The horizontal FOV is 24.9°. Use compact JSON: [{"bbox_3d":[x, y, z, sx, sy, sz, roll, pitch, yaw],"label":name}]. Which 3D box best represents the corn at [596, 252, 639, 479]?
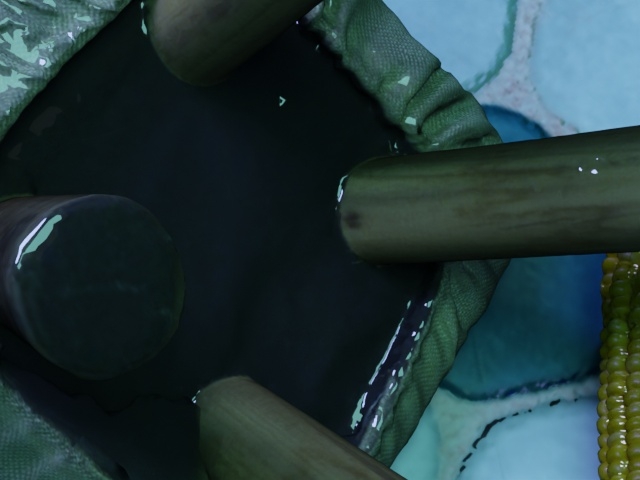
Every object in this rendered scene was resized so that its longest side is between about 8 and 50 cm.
[{"bbox_3d":[0.189,0.102,0.720,0.101,0.101,0.292,4,73,-5],"label":"corn"}]

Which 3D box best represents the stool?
[{"bbox_3d":[0.000,0.000,0.608,0.310,0.226,0.310,44,68,-28],"label":"stool"}]
